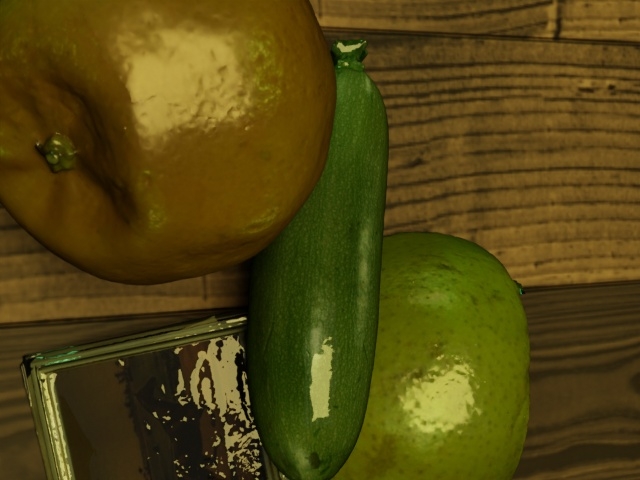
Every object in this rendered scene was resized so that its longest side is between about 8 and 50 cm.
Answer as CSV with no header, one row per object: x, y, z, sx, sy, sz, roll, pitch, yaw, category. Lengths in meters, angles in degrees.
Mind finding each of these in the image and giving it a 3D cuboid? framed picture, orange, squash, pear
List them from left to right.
-0.125,-0.102,0.738,0.235,0.279,0.279,-39,104,-43,orange
-0.120,0.196,0.839,0.197,0.014,0.252,-12,93,-6,framed picture
0.000,0.000,0.843,0.107,0.107,0.395,18,62,-22,squash
0.051,0.125,0.893,0.239,0.139,0.288,7,86,-13,pear
